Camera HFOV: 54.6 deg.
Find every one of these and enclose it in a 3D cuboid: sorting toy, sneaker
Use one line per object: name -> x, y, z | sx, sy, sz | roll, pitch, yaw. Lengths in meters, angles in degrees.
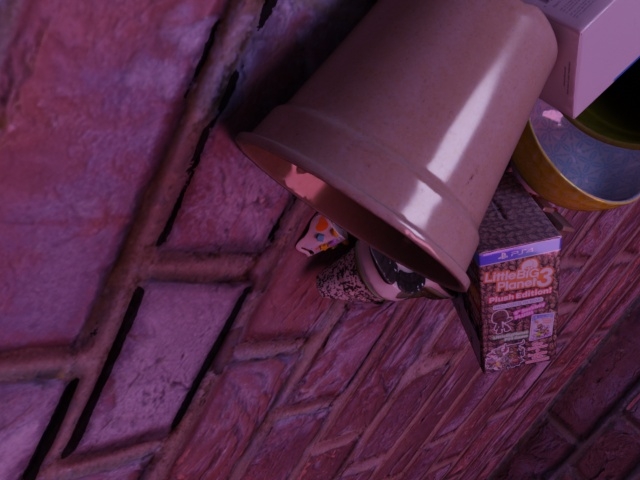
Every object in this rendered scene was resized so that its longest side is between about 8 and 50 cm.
sorting toy -> 0.000, 0.000, 1.024 | 0.075, 0.045, 0.083 | -32, 149, 15
sneaker -> 0.126, 0.056, 1.166 | 0.182, 0.158, 0.410 | -21, 163, 27

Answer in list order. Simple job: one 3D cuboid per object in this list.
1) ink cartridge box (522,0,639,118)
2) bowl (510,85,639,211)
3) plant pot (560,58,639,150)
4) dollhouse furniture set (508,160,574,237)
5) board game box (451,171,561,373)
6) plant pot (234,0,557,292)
ink cartridge box -> 0.305, -0.320, 0.830 | 0.171, 0.232, 0.168 | -43, 148, -5
bowl -> 0.452, -0.168, 1.165 | 0.289, 0.290, 0.156 | -22, 170, -31
plant pot -> 0.613, -0.354, 1.052 | 0.353, 0.366, 0.367 | -18, 138, -47
dollhouse furniture set -> 0.432, -0.041, 1.391 | 0.259, 0.135, 0.262 | 7, 121, -37
board game box -> 0.336, 0.060, 1.174 | 0.141, 0.232, 0.291 | -12, 125, 1
plant pot -> 0.118, -0.152, 0.768 | 0.306, 0.333, 0.334 | -56, 146, -3
